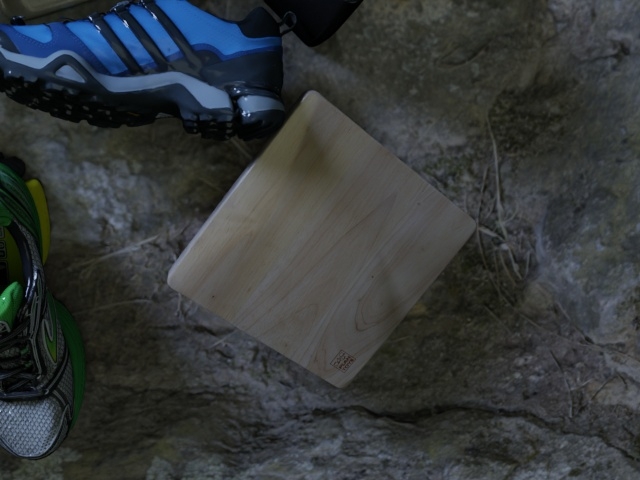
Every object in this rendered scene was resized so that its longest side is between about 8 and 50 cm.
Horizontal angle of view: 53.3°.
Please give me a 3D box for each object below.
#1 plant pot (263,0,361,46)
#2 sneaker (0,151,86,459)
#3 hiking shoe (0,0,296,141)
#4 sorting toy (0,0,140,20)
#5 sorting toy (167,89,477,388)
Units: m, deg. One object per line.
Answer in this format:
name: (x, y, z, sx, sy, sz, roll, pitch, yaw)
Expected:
plant pot: (0.008, -0.309, 0.597, 0.188, 0.167, 0.187, 41, 96, -24)
sneaker: (-0.337, 0.090, 0.662, 0.134, 0.146, 0.343, -9, 111, -11)
hiking shoe: (-0.181, -0.180, 0.613, 0.304, 0.113, 0.131, 7, 83, -16)
sorting toy: (-0.240, -0.323, 0.594, 0.196, 0.047, 0.347, -21, 112, -6)
sorting toy: (0.000, 0.000, 0.744, 0.256, 0.089, 0.257, 35, 98, -22)
